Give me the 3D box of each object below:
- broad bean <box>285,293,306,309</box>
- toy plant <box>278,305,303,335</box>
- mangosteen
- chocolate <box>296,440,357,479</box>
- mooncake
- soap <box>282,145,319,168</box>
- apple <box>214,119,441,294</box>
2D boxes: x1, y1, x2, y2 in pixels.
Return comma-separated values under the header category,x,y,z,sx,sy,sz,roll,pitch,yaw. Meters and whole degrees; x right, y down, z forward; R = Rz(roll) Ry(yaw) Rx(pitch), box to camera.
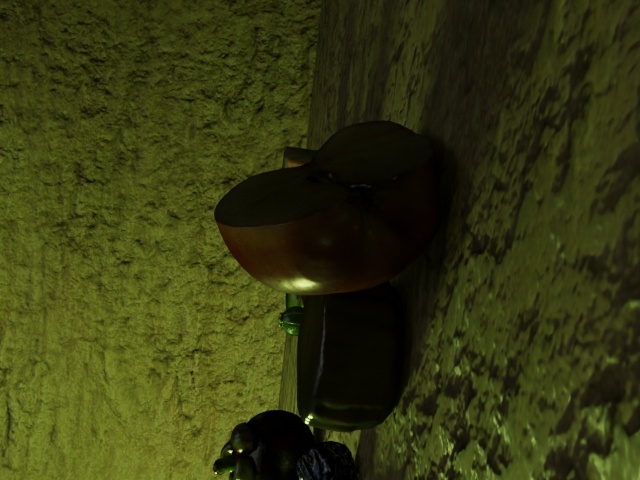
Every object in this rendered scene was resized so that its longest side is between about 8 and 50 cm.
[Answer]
category,x,y,z,sx,sy,sz,roll,pitch,yaw
broad bean,-0.061,0.216,2.369,0.291,0.119,0.238,106,159,-70
toy plant,-0.045,0.240,1.994,0.093,0.162,0.093,-175,90,-82
mangosteen,-0.157,0.662,2.064,0.300,0.300,0.301,-174,90,-83
chocolate,0.033,0.544,1.324,0.148,0.126,0.343,56,-173,-22
mooncake,0.051,0.196,1.218,0.290,0.161,0.291,-173,90,-82
soap,-0.039,-0.200,2.259,0.138,0.181,0.200,-98,14,-62
apple,0.019,-0.062,1.068,0.329,0.295,0.365,-65,25,4
